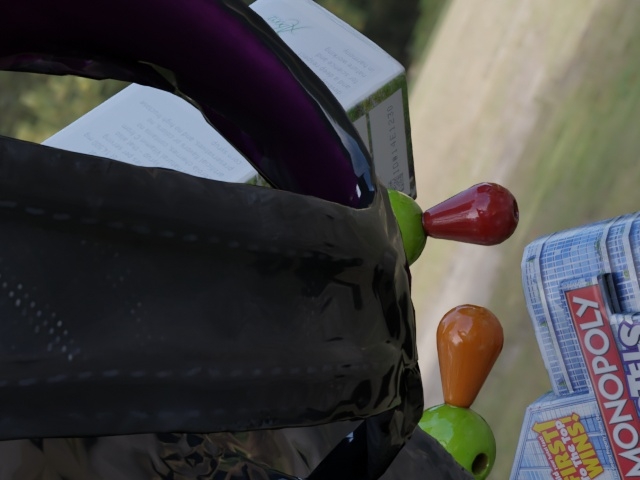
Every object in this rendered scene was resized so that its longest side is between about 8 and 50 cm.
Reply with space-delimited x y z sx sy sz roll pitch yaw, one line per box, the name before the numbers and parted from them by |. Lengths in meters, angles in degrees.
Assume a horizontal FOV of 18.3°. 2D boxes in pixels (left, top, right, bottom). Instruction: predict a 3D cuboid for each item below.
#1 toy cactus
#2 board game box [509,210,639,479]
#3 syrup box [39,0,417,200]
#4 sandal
toy cactus | -0.014 0.086 0.662 0.112 0.180 0.219 -20 -67 -78
board game box | 0.190 0.085 1.200 0.194 0.194 0.060 -16 5 34
syrup box | -0.071 -0.010 0.929 0.237 0.096 0.093 -36 -37 -23
sandal | -0.088 -0.021 0.353 0.107 0.446 0.167 -40 31 22
